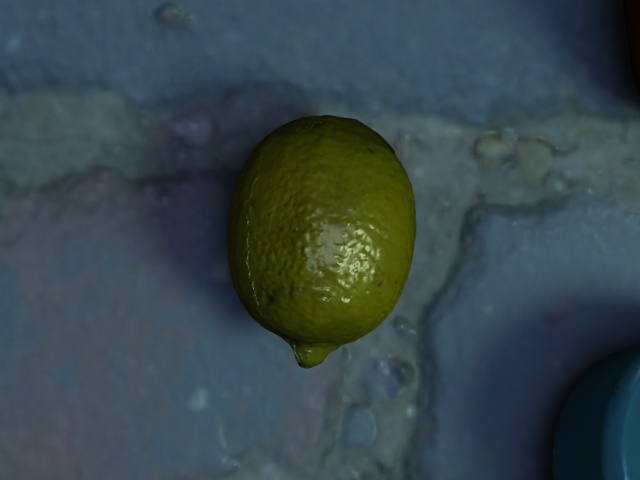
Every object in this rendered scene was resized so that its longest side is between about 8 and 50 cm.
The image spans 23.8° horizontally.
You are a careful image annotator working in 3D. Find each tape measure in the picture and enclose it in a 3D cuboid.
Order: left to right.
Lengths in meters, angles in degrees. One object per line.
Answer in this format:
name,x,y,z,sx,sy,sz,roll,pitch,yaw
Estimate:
tape measure,0.172,0.103,0.690,0.146,0.081,0.125,-27,88,-25

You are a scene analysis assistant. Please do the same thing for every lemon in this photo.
lemon,0.000,0.000,0.654,0.082,0.082,0.111,7,85,-12

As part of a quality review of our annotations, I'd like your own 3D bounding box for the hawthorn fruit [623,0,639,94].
hawthorn fruit,0.200,-0.100,0.660,0.132,0.138,0.133,-1,97,-11
